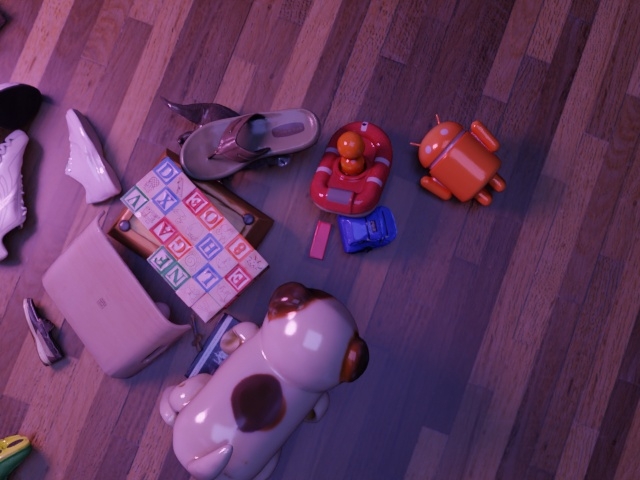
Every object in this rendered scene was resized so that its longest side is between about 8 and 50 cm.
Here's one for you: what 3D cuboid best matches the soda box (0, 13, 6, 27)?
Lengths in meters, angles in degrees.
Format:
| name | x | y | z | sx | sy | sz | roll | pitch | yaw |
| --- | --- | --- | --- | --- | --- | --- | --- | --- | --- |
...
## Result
| name | x | y | z | sx | sy | sz | roll | pitch | yaw |
| --- | --- | --- | --- | --- | --- | --- | --- | --- | --- |
| soda box | -0.787 | -0.528 | 1.806 | 0.183 | 0.058 | 0.063 | 39 | 84 | 2 |

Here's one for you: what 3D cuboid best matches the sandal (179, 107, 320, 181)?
| name | x | y | z | sx | sy | sz | roll | pitch | yaw |
| --- | --- | --- | --- | --- | --- | --- | --- | --- | --- |
| sandal | -0.148 | -0.213 | 1.693 | 0.303 | 0.086 | 0.120 | -19 | 86 | -3 |

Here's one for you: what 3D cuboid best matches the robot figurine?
| name | x | y | z | sx | sy | sz | roll | pitch | yaw |
| --- | --- | --- | --- | --- | --- | --- | --- | --- | --- |
| robot figurine | 0.304 | -0.170 | 1.794 | 0.219 | 0.158 | 0.128 | 43 | 55 | 1 |

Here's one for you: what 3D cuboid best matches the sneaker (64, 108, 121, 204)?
| name | x | y | z | sx | sy | sz | roll | pitch | yaw |
| --- | --- | --- | --- | --- | --- | --- | --- | --- | --- |
| sneaker | -0.520 | -0.180 | 1.782 | 0.094 | 0.080 | 0.212 | -25 | 88 | 7 |

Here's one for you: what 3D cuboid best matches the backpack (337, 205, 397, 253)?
| name | x | y | z | sx | sy | sz | roll | pitch | yaw |
| --- | --- | --- | --- | --- | --- | --- | --- | --- | --- |
| backpack | 0.106 | -0.023 | 1.784 | 0.120 | 0.101 | 0.098 | -11 | 92 | -5 |

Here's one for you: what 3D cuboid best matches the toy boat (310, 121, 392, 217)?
| name | x | y | z | sx | sy | sz | roll | pitch | yaw |
| --- | --- | --- | --- | --- | --- | --- | --- | --- | --- |
| toy boat | 0.068 | -0.171 | 1.740 | 0.151 | 0.151 | 0.231 | 12 | 53 | 13 |

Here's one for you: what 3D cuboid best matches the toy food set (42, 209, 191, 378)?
| name | x | y | z | sx | sy | sz | roll | pitch | yaw |
| --- | --- | --- | --- | --- | --- | --- | --- | --- | --- |
| toy food set | -0.430 | 0.118 | 1.722 | 0.220 | 0.092 | 0.306 | -39 | 86 | 29 |

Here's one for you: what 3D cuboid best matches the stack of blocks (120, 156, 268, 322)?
| name | x | y | z | sx | sy | sz | roll | pitch | yaw |
| --- | --- | --- | --- | --- | --- | --- | --- | --- | --- |
| stack of blocks | -0.264 | 0.001 | 1.648 | 0.171 | 0.087 | 0.297 | -42 | 87 | -5 |

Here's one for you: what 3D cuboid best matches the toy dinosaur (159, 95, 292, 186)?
| name | x | y | z | sx | sy | sz | roll | pitch | yaw |
| --- | --- | --- | --- | --- | --- | --- | --- | --- | --- |
| toy dinosaur | -0.210 | -0.223 | 1.795 | 0.313 | 0.121 | 0.160 | 36 | 72 | 5 |

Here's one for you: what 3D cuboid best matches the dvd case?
| name | x | y | z | sx | sy | sz | roll | pitch | yaw |
| --- | --- | --- | --- | --- | --- | --- | --- | --- | --- |
| dvd case | -0.159 | 0.283 | 1.782 | 0.221 | 0.018 | 0.164 | 32 | 85 | 0 |

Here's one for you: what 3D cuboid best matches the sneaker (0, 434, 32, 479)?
| name | x | y | z | sx | sy | sz | roll | pitch | yaw |
| --- | --- | --- | --- | --- | --- | --- | --- | --- | --- |
| sneaker | -0.698 | 0.530 | 1.701 | 0.123 | 0.109 | 0.295 | 43 | 82 | -21 |

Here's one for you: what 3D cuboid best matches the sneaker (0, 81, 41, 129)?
| name | x | y | z | sx | sy | sz | roll | pitch | yaw |
| --- | --- | --- | --- | --- | --- | --- | --- | --- | --- |
| sneaker | -0.740 | -0.294 | 1.703 | 0.178 | 0.295 | 0.124 | 28 | 115 | 14 |

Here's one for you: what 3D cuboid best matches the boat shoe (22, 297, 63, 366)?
| name | x | y | z | sx | sy | sz | roll | pitch | yaw |
| --- | --- | --- | --- | --- | --- | --- | --- | --- | --- |
| boat shoe | -0.592 | 0.191 | 1.753 | 0.049 | 0.056 | 0.152 | -20 | 95 | -10 |

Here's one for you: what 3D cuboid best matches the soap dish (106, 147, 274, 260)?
| name | x | y | z | sx | sy | sz | roll | pitch | yaw |
| --- | --- | --- | --- | --- | --- | --- | --- | --- | --- |
| soap dish | -0.279 | -0.032 | 1.755 | 0.291 | 0.118 | 0.229 | 34 | 84 | 2 |

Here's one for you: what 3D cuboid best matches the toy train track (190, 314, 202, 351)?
| name | x | y | z | sx | sy | sz | roll | pitch | yaw |
| --- | --- | --- | --- | --- | --- | --- | --- | --- | --- |
| toy train track | -0.267 | 0.201 | 1.778 | 0.014 | 0.048 | 0.083 | -1 | 67 | -34 |

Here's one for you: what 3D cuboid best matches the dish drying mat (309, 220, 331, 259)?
| name | x | y | z | sx | sy | sz | roll | pitch | yaw |
| --- | --- | --- | --- | --- | --- | --- | --- | --- | --- |
| dish drying mat | 0.000 | 0.000 | 1.822 | 0.032 | 0.008 | 0.083 | 14 | 85 | -1 |

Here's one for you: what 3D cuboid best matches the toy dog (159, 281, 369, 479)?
| name | x | y | z | sx | sy | sz | roll | pitch | yaw |
| --- | --- | --- | --- | --- | --- | --- | --- | --- | --- |
| toy dog | -0.105 | 0.263 | 1.592 | 0.284 | 0.395 | 0.408 | 44 | 94 | 10 |

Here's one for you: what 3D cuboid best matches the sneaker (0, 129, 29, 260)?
| name | x | y | z | sx | sy | sz | roll | pitch | yaw |
| --- | --- | --- | --- | --- | --- | --- | --- | --- | --- |
| sneaker | -0.679 | -0.094 | 1.758 | 0.118 | 0.110 | 0.292 | 22 | 83 | -18 |
